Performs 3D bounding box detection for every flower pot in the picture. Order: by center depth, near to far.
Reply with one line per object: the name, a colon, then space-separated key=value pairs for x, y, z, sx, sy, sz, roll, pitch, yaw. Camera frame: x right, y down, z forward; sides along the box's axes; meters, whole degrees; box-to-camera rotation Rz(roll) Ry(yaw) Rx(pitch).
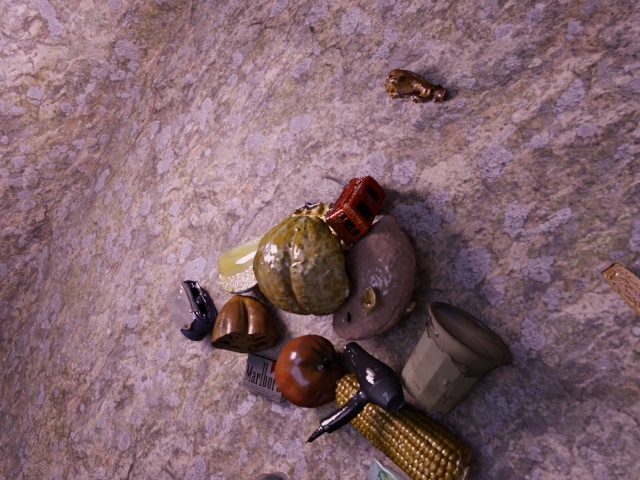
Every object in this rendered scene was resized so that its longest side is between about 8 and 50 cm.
flower pot: x=0.294 y=0.282 z=1.016 sx=0.212 sy=0.212 sz=0.203 roll=41 pitch=109 yaw=38

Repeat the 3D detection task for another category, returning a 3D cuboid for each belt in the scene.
belt: x=-0.467 y=0.250 z=1.629 sx=0.126 sy=0.139 sz=0.230 roll=-48 pitch=52 yaw=17

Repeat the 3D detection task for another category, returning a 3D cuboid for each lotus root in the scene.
lotus root: x=-0.244 y=0.260 z=1.437 sx=0.199 sy=0.188 sz=0.180 roll=-24 pitch=52 yaw=32

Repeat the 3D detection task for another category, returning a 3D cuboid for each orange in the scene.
orange: x=-0.071 y=0.065 z=1.198 sx=0.368 sy=0.210 sz=0.271 roll=-171 pitch=83 yaw=-71

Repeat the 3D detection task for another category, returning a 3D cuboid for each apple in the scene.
apple: x=-0.235 y=0.101 z=1.497 sx=0.264 sy=0.120 sz=0.193 roll=-22 pitch=50 yaw=28

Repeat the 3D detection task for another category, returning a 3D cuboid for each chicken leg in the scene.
chicken leg: x=0.279 y=-0.457 z=1.316 sx=0.207 sy=0.101 sz=0.085 roll=28 pitch=125 yaw=30

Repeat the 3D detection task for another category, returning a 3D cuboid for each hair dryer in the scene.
hair dryer: x=0.053 y=0.382 z=1.070 sx=0.271 sy=0.091 sz=0.235 roll=-38 pitch=30 yaw=-8

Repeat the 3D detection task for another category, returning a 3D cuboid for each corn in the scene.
corn: x=0.190 y=0.464 z=1.073 sx=0.387 sy=0.144 sz=0.144 roll=21 pitch=90 yaw=43

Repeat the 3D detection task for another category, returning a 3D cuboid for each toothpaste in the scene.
toothpaste: x=0.235 y=0.623 z=1.050 sx=0.296 sy=0.048 sz=0.075 roll=11 pitch=86 yaw=42

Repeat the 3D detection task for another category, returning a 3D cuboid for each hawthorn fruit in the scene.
hawthorn fruit: x=-0.050 y=0.385 z=1.261 sx=0.251 sy=0.199 sz=0.200 roll=-39 pitch=55 yaw=43

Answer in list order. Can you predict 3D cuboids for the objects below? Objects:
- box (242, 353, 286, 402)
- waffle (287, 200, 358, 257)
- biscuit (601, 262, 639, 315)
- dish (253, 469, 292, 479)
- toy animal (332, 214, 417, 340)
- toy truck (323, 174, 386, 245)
box: x=-0.174 y=0.439 z=1.416 sx=0.177 sy=0.036 sz=0.115 roll=5 pitch=79 yaw=38
waffle: x=-0.002 y=-0.001 z=1.406 sx=0.311 sy=0.060 sz=0.307 roll=-31 pitch=62 yaw=26
biscuit: x=0.649 y=0.126 z=0.878 sx=0.052 sy=0.056 sz=0.188 roll=-41 pitch=55 yaw=18
dish: x=-0.109 y=0.768 z=1.243 sx=0.229 sy=0.081 sz=0.230 roll=-15 pitch=64 yaw=35
toy animal: x=0.157 y=0.100 z=1.163 sx=0.226 sy=0.188 sz=0.359 roll=0 pitch=74 yaw=61
toy truck: x=0.108 y=-0.099 z=1.236 sx=0.114 sy=0.107 sz=0.253 roll=-33 pitch=15 yaw=37
